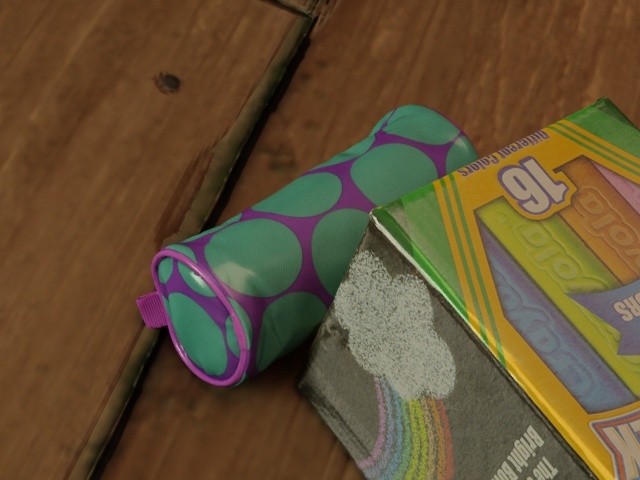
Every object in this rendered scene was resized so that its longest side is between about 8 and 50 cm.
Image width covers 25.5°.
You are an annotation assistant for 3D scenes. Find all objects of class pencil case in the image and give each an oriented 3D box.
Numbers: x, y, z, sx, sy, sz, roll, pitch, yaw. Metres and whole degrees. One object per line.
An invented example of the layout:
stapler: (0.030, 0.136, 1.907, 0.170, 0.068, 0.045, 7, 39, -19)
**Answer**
pencil case: (0.000, 0.000, 0.606, 0.151, 0.065, 0.070, -32, 30, -32)

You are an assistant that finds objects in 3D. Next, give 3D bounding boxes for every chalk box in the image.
chalk box: (0.113, 0.077, 0.540, 0.132, 0.132, 0.213, -26, 66, -31)
